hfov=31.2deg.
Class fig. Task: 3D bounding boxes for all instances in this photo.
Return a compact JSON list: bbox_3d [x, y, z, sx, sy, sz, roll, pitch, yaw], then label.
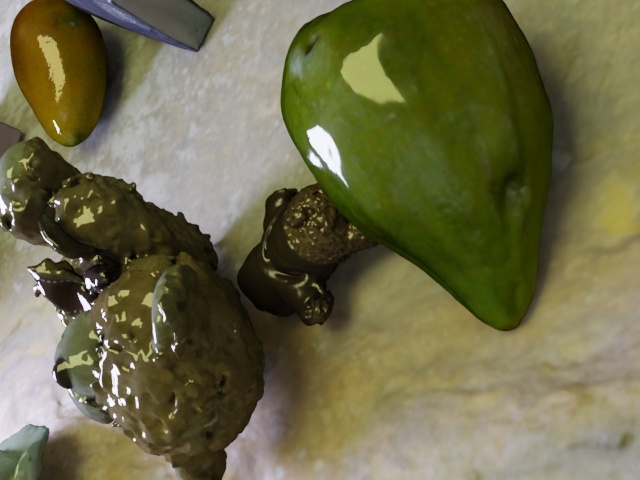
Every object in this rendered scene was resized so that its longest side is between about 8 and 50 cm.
[{"bbox_3d":[0.067,-0.071,0.734,0.167,0.167,0.233,-39,51,27],"label":"fig"}]

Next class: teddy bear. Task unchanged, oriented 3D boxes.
[{"bbox_3d":[-0.004,-0.004,0.838,0.160,0.078,0.119,-39,52,25],"label":"teddy bear"},{"bbox_3d":[-0.133,0.065,0.871,0.156,0.267,0.256,-18,35,-11],"label":"teddy bear"}]

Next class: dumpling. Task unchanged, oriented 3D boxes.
[{"bbox_3d":[-0.293,0.263,1.008,0.108,0.152,0.219,35,82,5],"label":"dumpling"}]

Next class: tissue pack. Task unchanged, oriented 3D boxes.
[{"bbox_3d":[-0.189,-0.234,1.100,0.156,0.112,0.051,26,91,48],"label":"tissue pack"}]

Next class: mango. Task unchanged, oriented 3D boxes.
[{"bbox_3d":[-0.262,-0.177,1.168,0.163,0.089,0.111,57,136,34],"label":"mango"}]

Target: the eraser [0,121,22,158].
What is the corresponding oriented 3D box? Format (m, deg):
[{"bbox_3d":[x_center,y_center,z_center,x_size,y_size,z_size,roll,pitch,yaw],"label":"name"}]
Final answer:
[{"bbox_3d":[-0.505,0.000,1.203,0.122,0.272,0.359,15,85,45],"label":"eraser"}]
